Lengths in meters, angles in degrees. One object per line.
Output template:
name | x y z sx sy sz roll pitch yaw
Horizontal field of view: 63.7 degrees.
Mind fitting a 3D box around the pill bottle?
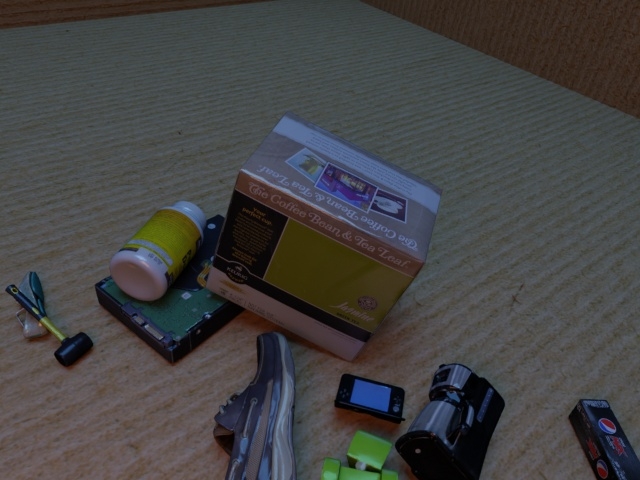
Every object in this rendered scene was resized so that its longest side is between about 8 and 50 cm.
pill bottle | -0.313 0.012 1.032 0.117 0.117 0.215 15 40 9

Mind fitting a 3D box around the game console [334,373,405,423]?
game console | 0.090 0.274 0.908 0.122 0.071 0.107 14 40 7

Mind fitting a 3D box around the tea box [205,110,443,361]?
tea box | 0.000 0.000 0.969 0.328 0.324 0.220 27 44 -1

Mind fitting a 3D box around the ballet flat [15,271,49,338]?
ballet flat | -0.570 0.123 1.007 0.052 0.057 0.168 -24 47 -19

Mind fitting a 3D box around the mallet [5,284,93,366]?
mallet | -0.500 0.145 0.953 0.190 0.039 0.062 47 47 9

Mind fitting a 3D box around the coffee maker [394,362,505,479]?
coffee maker | 0.225 0.320 0.845 0.120 0.171 0.178 -12 18 40

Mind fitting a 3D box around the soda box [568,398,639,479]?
soda box | 0.489 0.358 0.875 0.053 0.060 0.169 2 40 -4

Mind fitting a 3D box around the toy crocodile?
toy crocodile | 0.044 0.420 0.711 0.115 0.105 0.341 7 43 7

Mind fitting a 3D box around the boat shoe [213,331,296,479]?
boat shoe | -0.106 0.288 0.814 0.130 0.132 0.356 2 38 -7

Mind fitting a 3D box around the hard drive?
hard drive | -0.259 0.085 1.093 0.236 0.064 0.339 29 43 25
